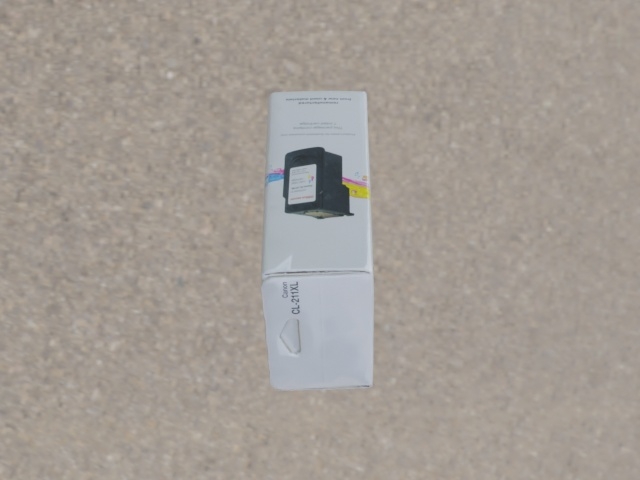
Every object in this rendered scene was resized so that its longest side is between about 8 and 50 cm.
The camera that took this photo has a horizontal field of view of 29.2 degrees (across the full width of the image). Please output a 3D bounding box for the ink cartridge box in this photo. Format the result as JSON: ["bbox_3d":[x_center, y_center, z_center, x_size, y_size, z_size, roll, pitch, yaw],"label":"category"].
[{"bbox_3d":[0.000,0.000,0.858,0.127,0.072,0.175,88,1,-48],"label":"ink cartridge box"}]
